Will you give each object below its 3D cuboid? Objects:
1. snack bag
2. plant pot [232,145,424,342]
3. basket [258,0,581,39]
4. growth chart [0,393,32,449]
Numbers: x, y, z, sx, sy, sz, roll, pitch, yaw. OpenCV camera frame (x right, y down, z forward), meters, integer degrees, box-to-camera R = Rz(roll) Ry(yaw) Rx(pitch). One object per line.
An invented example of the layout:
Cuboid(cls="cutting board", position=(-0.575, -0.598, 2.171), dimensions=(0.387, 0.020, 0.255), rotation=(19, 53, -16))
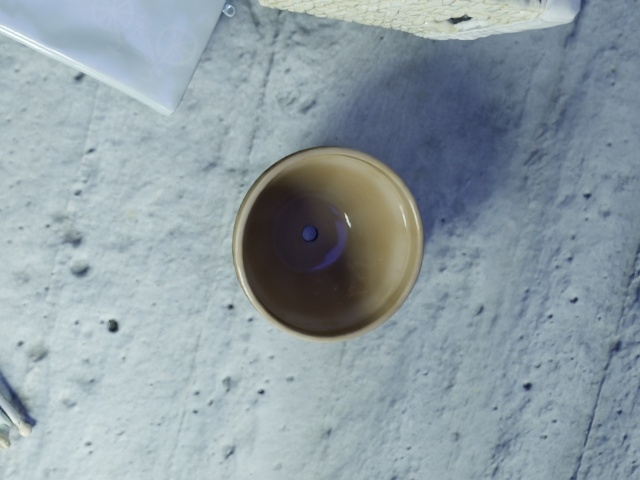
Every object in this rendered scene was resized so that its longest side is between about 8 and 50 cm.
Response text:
Cuboid(cls="snack bag", position=(-0.235, -0.348, 1.184), dimensions=(0.323, 0.037, 0.343), rotation=(24, 86, -22))
Cuboid(cls="plant pot", position=(0.000, 0.000, 1.289), dimensions=(0.237, 0.110, 0.237), rotation=(-2, 98, -17))
Cuboid(cls="basket", position=(0.102, -0.397, 1.132), dimensions=(0.266, 0.328, 0.331), rotation=(1, 97, -21))
Cuboid(cls="growth chart", position=(-0.450, 0.227, 1.166), dimensions=(0.237, 0.021, 0.172), rotation=(-47, 115, -40))
